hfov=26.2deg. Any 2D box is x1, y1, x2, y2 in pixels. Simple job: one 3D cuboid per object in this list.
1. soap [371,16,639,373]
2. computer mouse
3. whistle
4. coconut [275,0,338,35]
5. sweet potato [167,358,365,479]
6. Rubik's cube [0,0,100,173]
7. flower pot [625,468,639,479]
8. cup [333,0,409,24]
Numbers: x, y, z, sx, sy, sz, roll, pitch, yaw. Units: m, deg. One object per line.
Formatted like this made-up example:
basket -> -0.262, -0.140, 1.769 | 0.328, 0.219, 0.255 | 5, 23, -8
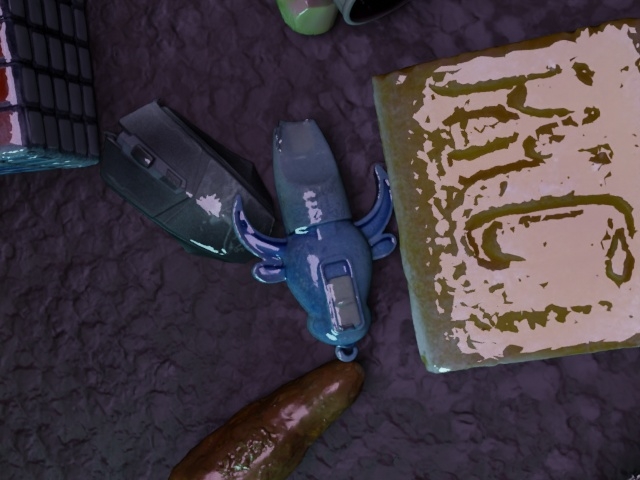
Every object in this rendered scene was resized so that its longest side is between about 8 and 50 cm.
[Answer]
soap -> 0.223, -0.046, 1.426 | 0.293, 0.156, 0.335 | -8, 93, 11
computer mouse -> -0.152, -0.063, 1.534 | 0.231, 0.071, 0.126 | 39, 98, 8
whistle -> 0.000, 0.000, 1.489 | 0.180, 0.093, 0.269 | -11, 86, -11
coconut -> -0.015, -0.273, 1.497 | 0.082, 0.081, 0.083 | 25, 52, 9
sweet potato -> -0.093, 0.250, 1.524 | 0.106, 0.095, 0.354 | 41, 96, 12
Rubik's cube -> -0.392, -0.187, 1.493 | 0.237, 0.237, 0.238 | -7, 92, 12
flower pot -> 0.398, 0.320, 1.412 | 0.235, 0.140, 0.235 | 0, 90, 11
cup -> 0.016, -0.367, 1.409 | 0.288, 0.208, 0.273 | -35, 84, -10
